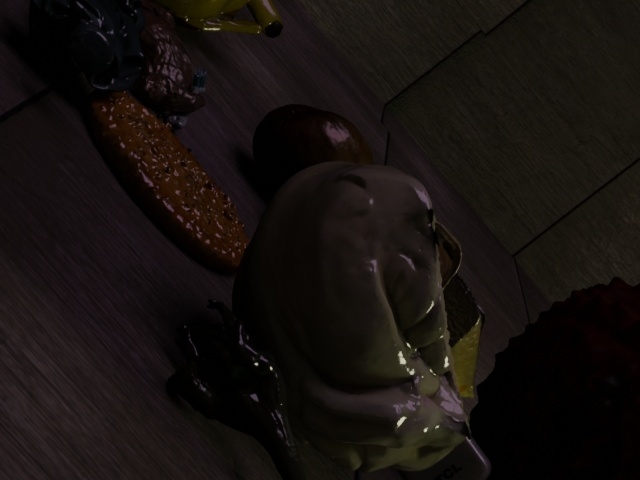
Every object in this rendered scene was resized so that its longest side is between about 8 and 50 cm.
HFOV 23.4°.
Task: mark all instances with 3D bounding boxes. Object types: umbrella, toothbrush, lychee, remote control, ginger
[{"bbox_3d":[-0.251,-0.225,1.657,0.143,0.094,0.349,23,14,-15],"label":"umbrella"},{"bbox_3d":[-0.171,-0.181,2.017,0.030,0.030,0.304,48,13,-12],"label":"toothbrush"},{"bbox_3d":[0.377,0.257,1.834,0.424,0.425,0.500,53,-17,11],"label":"lychee"},{"bbox_3d":[0.105,0.204,1.702,0.190,0.087,0.029,54,15,13],"label":"remote control"},{"bbox_3d":[-0.231,-0.265,1.960,0.122,0.084,0.290,12,38,-37],"label":"ginger"}]

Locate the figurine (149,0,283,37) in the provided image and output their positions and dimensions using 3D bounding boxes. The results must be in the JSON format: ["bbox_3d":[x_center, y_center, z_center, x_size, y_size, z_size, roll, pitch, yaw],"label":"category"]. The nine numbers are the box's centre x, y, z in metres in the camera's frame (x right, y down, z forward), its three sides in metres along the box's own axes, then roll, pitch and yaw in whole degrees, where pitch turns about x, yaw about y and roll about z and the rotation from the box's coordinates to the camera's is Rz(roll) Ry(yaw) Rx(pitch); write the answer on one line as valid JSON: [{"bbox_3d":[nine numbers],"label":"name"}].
[{"bbox_3d":[-0.167,-0.400,2.361,0.218,0.169,0.327,28,16,7],"label":"figurine"}]

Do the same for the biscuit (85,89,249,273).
[{"bbox_3d":[-0.158,-0.067,1.671,0.254,0.035,0.254,49,11,-13],"label":"biscuit"}]

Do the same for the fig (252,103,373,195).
[{"bbox_3d":[0.015,-0.060,2.102,0.274,0.145,0.170,64,-15,-11],"label":"fig"}]

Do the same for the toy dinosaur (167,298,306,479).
[{"bbox_3d":[-0.046,0.135,1.333,0.179,0.087,0.187,43,15,-29],"label":"toy dinosaur"}]

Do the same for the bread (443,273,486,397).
[{"bbox_3d":[0.161,0.089,2.167,0.178,0.135,0.240,36,16,-52],"label":"bread"}]

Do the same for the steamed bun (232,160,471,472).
[{"bbox_3d":[0.019,0.075,1.440,0.275,0.206,0.320,-94,176,-71],"label":"steamed bun"}]

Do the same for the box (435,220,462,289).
[{"bbox_3d":[0.102,0.052,2.000,0.111,0.177,0.111,38,-7,5],"label":"box"}]
